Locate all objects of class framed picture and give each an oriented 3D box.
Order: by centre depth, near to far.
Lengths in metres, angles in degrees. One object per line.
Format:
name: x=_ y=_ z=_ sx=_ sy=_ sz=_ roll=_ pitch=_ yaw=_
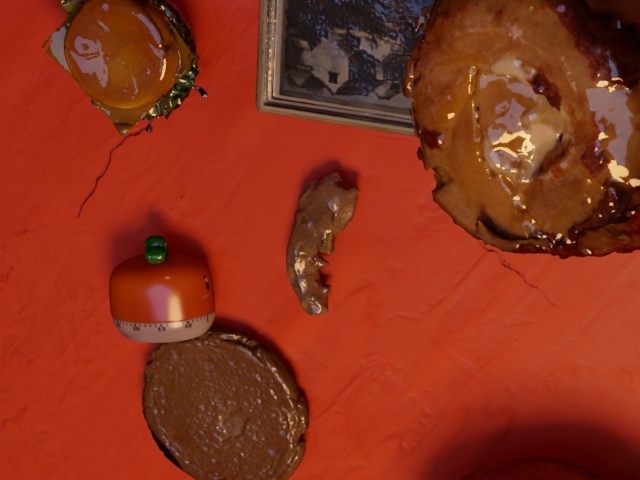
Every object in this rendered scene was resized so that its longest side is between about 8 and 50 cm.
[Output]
framed picture: x=0.067 y=-0.225 z=1.801 sx=0.296 sy=0.019 sz=0.232 roll=10 pitch=113 yaw=18

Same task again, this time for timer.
timer: x=-0.187 y=0.053 z=1.966 sx=0.136 sy=0.099 sz=0.136 roll=2 pitch=100 yaw=11

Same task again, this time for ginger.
ginger: x=-0.003 y=0.000 z=1.901 sx=0.069 sy=0.051 sz=0.173 roll=23 pitch=121 yaw=18

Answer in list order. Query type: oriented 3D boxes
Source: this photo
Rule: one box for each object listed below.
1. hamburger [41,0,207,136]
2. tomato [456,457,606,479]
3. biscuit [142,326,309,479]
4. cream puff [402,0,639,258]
hamburger: x=-0.213 y=-0.219 z=1.872 sx=0.164 sy=0.093 sz=0.190 roll=-30 pitch=98 yaw=26
tomato: x=0.240 y=0.331 z=1.860 sx=0.308 sy=0.170 sz=0.309 roll=2 pitch=136 yaw=2
biscuit: x=-0.114 y=0.204 z=2.022 sx=0.225 sy=0.042 sz=0.226 roll=7 pitch=110 yaw=19
cream puff: x=0.253 y=-0.149 z=1.638 sx=0.350 sy=0.228 sz=0.350 roll=21 pitch=122 yaw=38
